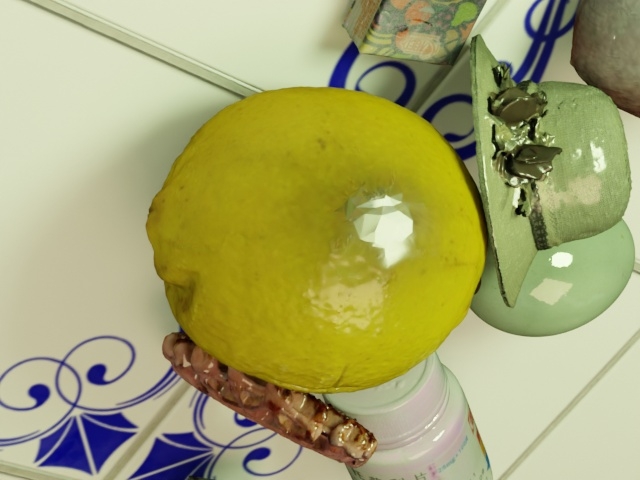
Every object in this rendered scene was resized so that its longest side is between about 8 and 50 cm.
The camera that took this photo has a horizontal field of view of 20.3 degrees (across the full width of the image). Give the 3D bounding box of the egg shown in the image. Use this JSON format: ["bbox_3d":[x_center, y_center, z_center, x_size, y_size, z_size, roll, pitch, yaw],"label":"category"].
[{"bbox_3d":[0.232,0.023,1.834,0.192,0.149,0.149,-15,135,-22],"label":"egg"}]

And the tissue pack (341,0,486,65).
[{"bbox_3d":[0.098,-0.232,1.597,0.109,0.060,0.148,5,128,-29],"label":"tissue pack"}]

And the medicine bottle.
[{"bbox_3d":[0.092,0.208,1.934,0.152,0.152,0.254,-27,136,-2],"label":"medicine bottle"}]

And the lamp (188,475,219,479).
[{"bbox_3d":[-0.155,0.318,1.940,0.215,0.121,0.121,-6,133,-5],"label":"lamp"}]

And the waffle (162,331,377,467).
[{"bbox_3d":[-0.055,0.157,1.757,0.234,0.221,0.055,32,81,-8],"label":"waffle"}]

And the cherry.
[{"bbox_3d":[0.362,-0.203,1.667,0.266,0.183,0.213,-12,121,1],"label":"cherry"}]

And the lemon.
[{"bbox_3d":[0.000,0.000,1.602,0.297,0.297,0.297,-14,134,-15],"label":"lemon"}]

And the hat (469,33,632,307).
[{"bbox_3d":[0.219,-0.073,1.647,0.130,0.257,0.257,-8,137,11],"label":"hat"}]
